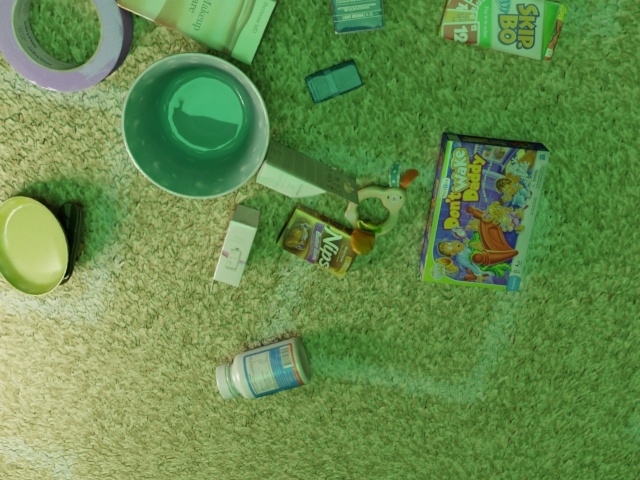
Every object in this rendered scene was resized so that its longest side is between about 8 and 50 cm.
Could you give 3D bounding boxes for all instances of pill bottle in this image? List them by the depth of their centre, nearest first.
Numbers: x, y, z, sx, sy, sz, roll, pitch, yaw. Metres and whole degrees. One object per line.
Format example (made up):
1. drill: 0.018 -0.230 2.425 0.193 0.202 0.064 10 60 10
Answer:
1. pill bottle: -0.145 0.329 1.882 0.221 0.124 0.124 -17 111 9

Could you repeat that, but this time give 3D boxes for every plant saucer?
1. plant saucer: -0.684 0.012 1.770 0.241 0.037 0.241 6 104 23

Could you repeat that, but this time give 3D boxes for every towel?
1. towel: 0.030 -0.351 1.649 0.119 0.029 0.067 -18 111 9

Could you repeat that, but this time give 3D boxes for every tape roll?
1. tape roll: -0.545 -0.460 1.584 0.275 0.090 0.275 1 113 1

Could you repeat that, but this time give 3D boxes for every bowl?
1. bowl: -0.257 -0.262 1.619 0.311 0.163 0.311 1 113 2

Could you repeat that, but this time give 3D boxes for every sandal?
1. sandal: -0.609 0.009 1.794 0.090 0.060 0.219 21 104 19

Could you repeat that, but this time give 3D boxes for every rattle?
1. rattle: 0.142 -0.079 1.705 0.200 0.143 0.130 -39 88 21

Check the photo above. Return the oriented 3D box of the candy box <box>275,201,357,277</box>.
1. candy box: 0.000 0.000 1.783 0.187 0.053 0.109 26 110 -11

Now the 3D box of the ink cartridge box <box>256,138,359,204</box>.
1. ink cartridge box: -0.027 -0.135 1.658 0.225 0.181 0.056 26 111 -11

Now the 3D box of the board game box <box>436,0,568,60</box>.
1. board game box: 0.391 -0.469 1.594 0.259 0.039 0.124 11 113 -6

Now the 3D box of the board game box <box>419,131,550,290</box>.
1. board game box: 0.374 -0.063 1.735 0.233 0.078 0.347 6 113 -1

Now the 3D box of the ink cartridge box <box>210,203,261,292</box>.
1. ink cartridge box: -0.201 0.027 1.763 0.067 0.115 0.198 18 113 -6

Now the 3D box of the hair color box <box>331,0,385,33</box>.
1. hair color box: 0.059 -0.598 1.469 0.105 0.174 0.347 -5 112 5

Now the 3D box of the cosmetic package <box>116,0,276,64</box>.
1. cosmetic package: -0.247 -0.495 1.541 0.296 0.129 0.153 21 110 -8
